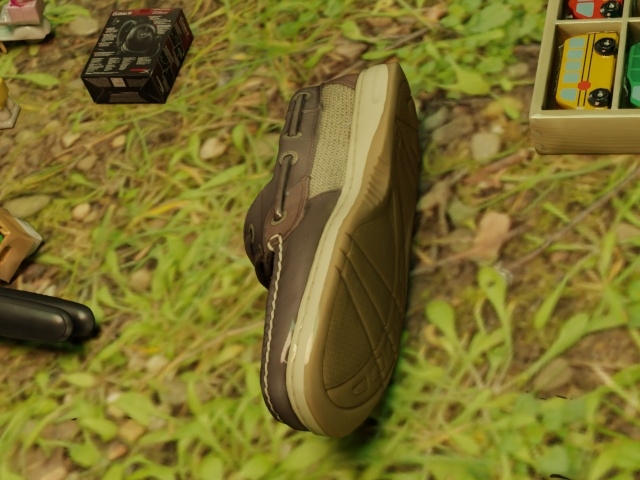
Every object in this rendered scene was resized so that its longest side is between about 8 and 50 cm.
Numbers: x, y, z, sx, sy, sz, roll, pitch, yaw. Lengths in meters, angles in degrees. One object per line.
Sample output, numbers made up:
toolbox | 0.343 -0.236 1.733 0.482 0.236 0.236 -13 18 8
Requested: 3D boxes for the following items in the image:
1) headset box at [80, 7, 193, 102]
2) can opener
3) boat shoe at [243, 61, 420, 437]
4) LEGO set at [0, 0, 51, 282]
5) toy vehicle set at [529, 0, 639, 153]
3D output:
headset box | -0.140 -0.146 1.010 0.062 0.032 0.083 2 51 20
can opener | -0.235 0.046 0.873 0.186 0.073 0.059 2 13 17
boat shoe | 0.000 0.000 0.795 0.092 0.103 0.285 -7 45 21
LEGO set | -0.280 -0.096 0.965 0.132 0.107 0.287 -14 47 8
toy vehicle set | 0.242 -0.168 0.892 0.165 0.035 0.267 1 51 20
